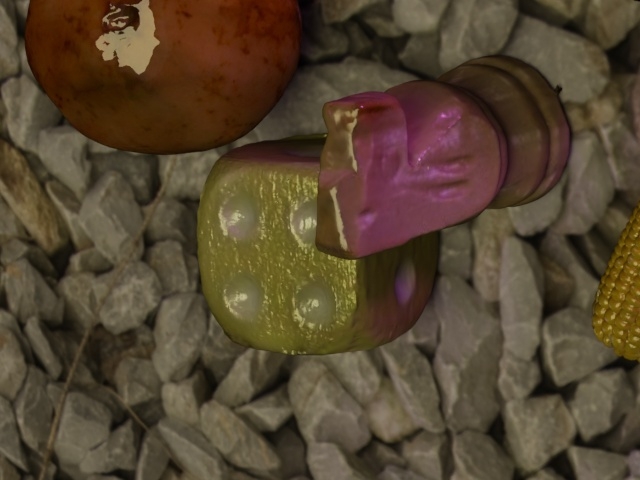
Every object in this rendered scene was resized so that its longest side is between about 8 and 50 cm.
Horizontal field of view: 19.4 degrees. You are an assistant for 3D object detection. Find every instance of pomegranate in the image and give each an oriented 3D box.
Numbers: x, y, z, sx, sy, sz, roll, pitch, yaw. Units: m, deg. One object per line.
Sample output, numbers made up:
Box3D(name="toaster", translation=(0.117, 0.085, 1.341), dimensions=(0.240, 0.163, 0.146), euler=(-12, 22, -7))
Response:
Box3D(name="pomegranate", translation=(-0.138, -0.184, 1.672), dimensions=(0.248, 0.248, 0.248), euler=(8, 106, 28))

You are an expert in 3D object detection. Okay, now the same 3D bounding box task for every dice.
Box3D(name="dice", translation=(0.000, 0.000, 1.665), dimensions=(0.166, 0.169, 0.169), euler=(6, 105, 29))

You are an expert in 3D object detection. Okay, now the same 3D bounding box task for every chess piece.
Box3D(name="chess piece", translation=(0.086, -0.066, 1.524), dimensions=(0.137, 0.301, 0.137), euler=(9, 108, 30))

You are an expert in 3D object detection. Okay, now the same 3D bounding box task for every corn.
Box3D(name="corn", translation=(0.301, -0.010, 1.539), dimensions=(0.093, 0.093, 0.244), euler=(31, 115, 19))
